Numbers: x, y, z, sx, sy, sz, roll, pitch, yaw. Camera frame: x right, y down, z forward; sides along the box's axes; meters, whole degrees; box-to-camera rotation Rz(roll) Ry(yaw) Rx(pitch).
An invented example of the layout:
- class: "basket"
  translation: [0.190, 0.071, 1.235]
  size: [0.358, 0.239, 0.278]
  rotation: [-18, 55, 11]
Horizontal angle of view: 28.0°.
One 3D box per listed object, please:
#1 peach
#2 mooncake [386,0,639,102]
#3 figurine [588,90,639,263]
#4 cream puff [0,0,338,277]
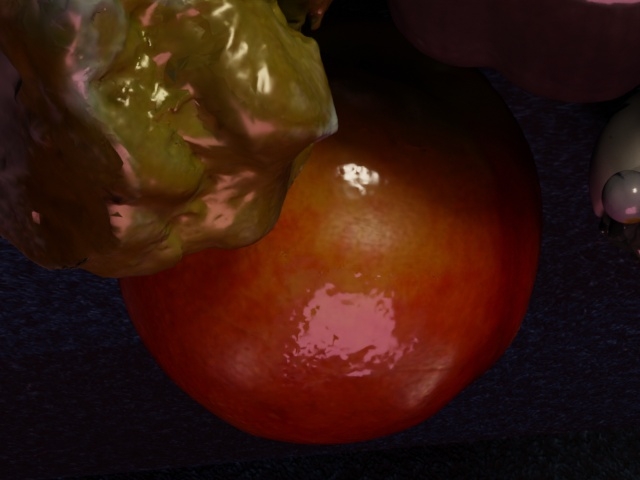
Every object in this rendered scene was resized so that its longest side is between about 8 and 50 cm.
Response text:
- class: "peach"
  translation: [0.000, 0.000, 1.090]
  size: [0.388, 0.388, 0.388]
  rotation: [-4, 156, -2]
- class: "mooncake"
  translation: [0.170, -0.221, 0.771]
  size: [0.306, 0.306, 0.154]
  rotation: [-6, 155, 4]
- class: "figurine"
  translation: [0.372, -0.104, 1.181]
  size: [0.261, 0.186, 0.382]
  rotation: [-9, 152, -15]
- class: "cream puff"
  translation: [-0.122, -0.170, 0.805]
  size: [0.275, 0.378, 0.378]
  rotation: [-40, 177, -35]
